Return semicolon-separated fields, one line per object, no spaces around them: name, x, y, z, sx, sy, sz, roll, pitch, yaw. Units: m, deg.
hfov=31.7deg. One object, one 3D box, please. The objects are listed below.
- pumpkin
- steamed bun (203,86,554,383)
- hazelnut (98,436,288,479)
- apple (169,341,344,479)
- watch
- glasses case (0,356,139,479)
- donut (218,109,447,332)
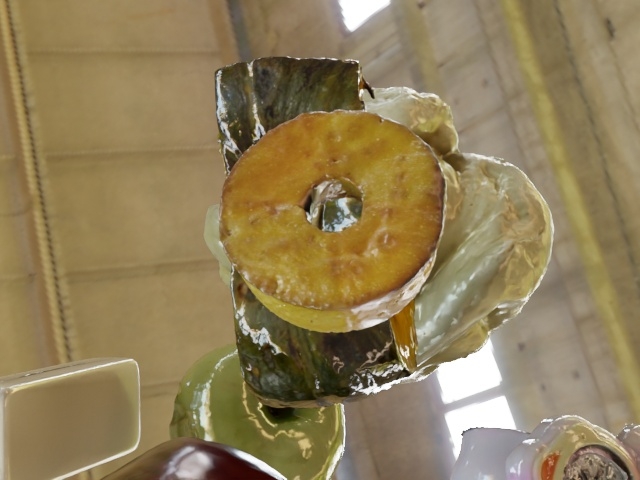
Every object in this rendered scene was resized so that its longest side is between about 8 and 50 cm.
pumpkin;0.001;0.000;0.955;0.190;0.139;0.280;21;-116;-77
steamed bun;0.046;-0.012;1.229;0.372;0.325;0.230;47;-169;24
hazelnut;-0.145;0.359;0.873;0.359;0.409;0.359;40;-170;-8
apple;-0.095;0.275;1.612;0.279;0.279;0.279;21;-124;-34
watch;0.271;0.299;1.293;0.248;0.217;0.211;29;-115;-18
glasses case;-0.355;0.243;1.515;0.336;0.076;0.144;0;-90;-70
donut;0.009;-0.010;0.696;0.152;0.058;0.152;-3;-124;4
